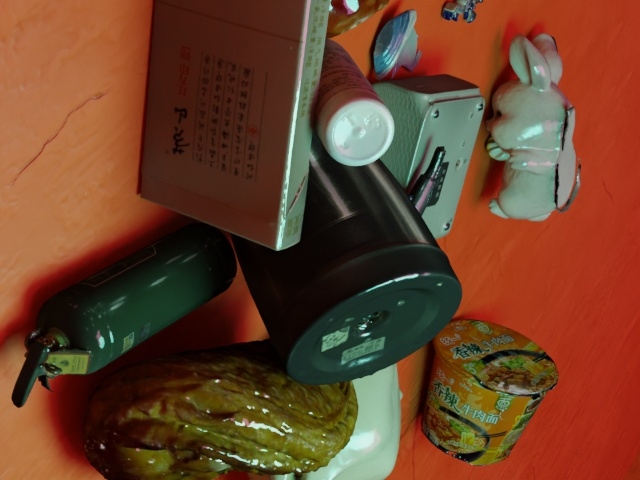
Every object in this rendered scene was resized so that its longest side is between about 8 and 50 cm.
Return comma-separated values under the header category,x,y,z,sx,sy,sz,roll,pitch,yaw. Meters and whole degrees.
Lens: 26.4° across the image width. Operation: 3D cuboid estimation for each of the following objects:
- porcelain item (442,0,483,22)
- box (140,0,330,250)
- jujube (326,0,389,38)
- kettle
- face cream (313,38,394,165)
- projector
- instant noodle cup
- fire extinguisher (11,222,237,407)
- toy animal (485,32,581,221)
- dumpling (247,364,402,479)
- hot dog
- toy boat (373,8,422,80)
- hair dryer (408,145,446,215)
category,x,y,z,sx,sy,sz,roll,pitch,yaw
porcelain item,0.229,-0.365,2.102,0.136,0.021,0.075,-51,151,-30
box,-0.093,-0.190,1.461,0.051,0.205,0.365,-23,127,-53
jujube,0.014,-0.333,1.594,0.250,0.174,0.174,-51,147,-41
kettle,0.000,0.000,1.669,0.228,0.324,0.321,-22,152,-10
face cream,0.013,-0.172,1.544,0.082,0.269,0.082,-5,117,-10
projector,0.138,-0.113,2.005,0.198,0.108,0.250,-15,123,-57
instant noodle cup,0.284,0.276,2.423,0.230,0.230,0.182,-24,138,-53
fire extinguisher,-0.224,0.080,1.523,0.311,0.095,0.114,-30,143,-50
toy animal,0.364,-0.186,2.317,0.208,0.154,0.325,-18,118,-63
dumpling,0.002,0.249,1.975,0.315,0.233,0.394,124,-18,-71
hot dog,-0.115,0.214,1.652,0.388,0.267,0.174,-3,80,-62
toy boat,0.123,-0.281,1.952,0.149,0.034,0.105,-17,130,-53
hair dryer,0.103,-0.045,1.878,0.195,0.075,0.219,36,84,-41
